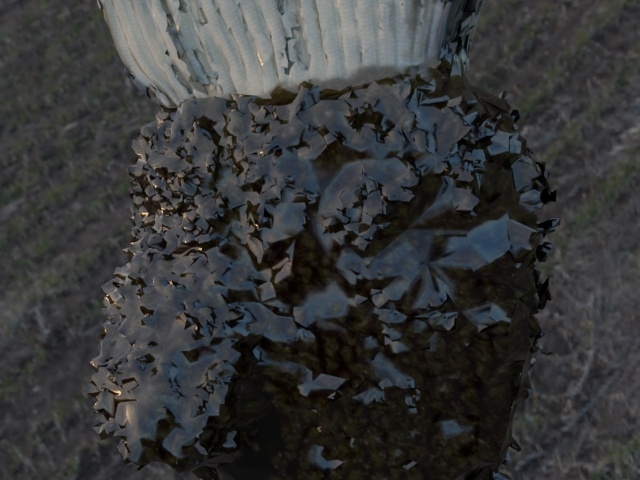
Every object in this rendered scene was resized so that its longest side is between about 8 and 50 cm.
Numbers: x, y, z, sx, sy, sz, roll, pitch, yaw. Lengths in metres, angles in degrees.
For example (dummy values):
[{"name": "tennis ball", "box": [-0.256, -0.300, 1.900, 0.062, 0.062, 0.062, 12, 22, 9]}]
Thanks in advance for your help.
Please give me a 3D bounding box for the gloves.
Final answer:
[{"name": "gloves", "box": [-0.003, 0.000, 0.493, 0.211, 0.312, 0.135, -14, 10, 3]}]
